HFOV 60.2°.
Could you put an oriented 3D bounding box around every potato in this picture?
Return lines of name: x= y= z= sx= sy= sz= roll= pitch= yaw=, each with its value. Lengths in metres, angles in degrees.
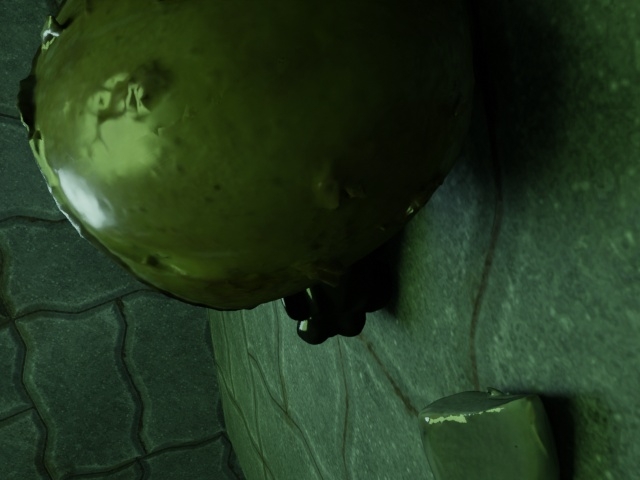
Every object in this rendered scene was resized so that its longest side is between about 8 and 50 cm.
potato: x=-0.016 y=-0.171 z=0.549 sx=0.320 sy=0.385 sz=0.441 roll=-19 pitch=38 yaw=34

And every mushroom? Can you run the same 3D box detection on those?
mushroom: x=0.200 y=0.319 z=0.607 sx=0.159 sy=0.122 sz=0.328 roll=174 pitch=84 yaw=-79

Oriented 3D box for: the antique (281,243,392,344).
antique: x=0.000 y=0.000 z=0.891 sx=0.255 sy=0.185 sz=0.322 roll=-122 pitch=32 yaw=-48
